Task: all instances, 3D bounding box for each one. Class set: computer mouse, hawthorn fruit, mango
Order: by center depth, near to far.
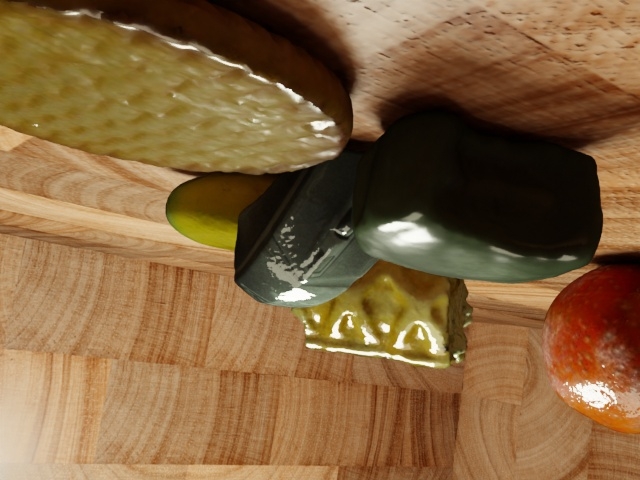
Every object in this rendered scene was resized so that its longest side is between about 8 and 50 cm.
[{"bbox_3d":[-0.002,0.001,0.631,0.126,0.071,0.231,29,132,-22],"label":"computer mouse"},{"bbox_3d":[-0.068,-0.027,0.750,0.238,0.091,0.137,6,165,10],"label":"mango"},{"bbox_3d":[0.417,0.145,0.938,0.231,0.234,0.263,2,172,31],"label":"hawthorn fruit"}]

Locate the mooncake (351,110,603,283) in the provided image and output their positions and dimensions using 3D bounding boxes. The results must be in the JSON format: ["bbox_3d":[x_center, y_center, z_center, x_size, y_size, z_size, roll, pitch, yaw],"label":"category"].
[{"bbox_3d":[0.109,-0.029,0.497,0.169,0.104,0.175,6,170,41],"label":"mooncake"}]

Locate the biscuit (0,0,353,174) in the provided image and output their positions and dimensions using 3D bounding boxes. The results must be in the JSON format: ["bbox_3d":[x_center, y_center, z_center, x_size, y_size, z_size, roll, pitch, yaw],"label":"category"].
[{"bbox_3d":[-0.133,-0.101,0.459,0.318,0.040,0.318,9,173,1],"label":"biscuit"}]

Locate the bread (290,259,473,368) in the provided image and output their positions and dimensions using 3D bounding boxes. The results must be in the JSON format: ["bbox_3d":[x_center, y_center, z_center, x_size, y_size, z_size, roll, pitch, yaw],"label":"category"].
[{"bbox_3d":[0.111,0.104,1.132,0.252,0.195,0.238,1,171,26],"label":"bread"}]
